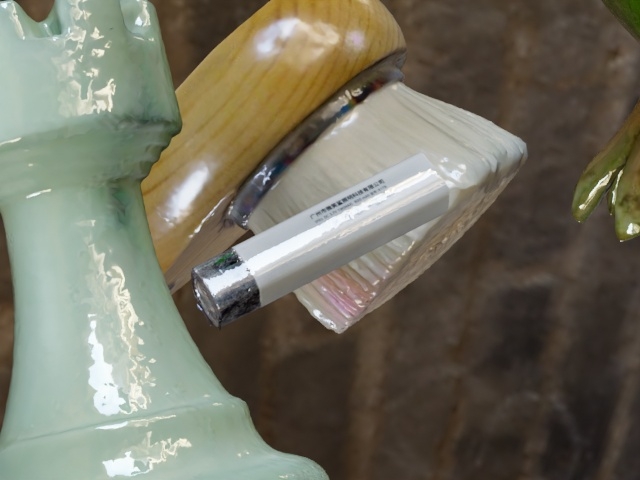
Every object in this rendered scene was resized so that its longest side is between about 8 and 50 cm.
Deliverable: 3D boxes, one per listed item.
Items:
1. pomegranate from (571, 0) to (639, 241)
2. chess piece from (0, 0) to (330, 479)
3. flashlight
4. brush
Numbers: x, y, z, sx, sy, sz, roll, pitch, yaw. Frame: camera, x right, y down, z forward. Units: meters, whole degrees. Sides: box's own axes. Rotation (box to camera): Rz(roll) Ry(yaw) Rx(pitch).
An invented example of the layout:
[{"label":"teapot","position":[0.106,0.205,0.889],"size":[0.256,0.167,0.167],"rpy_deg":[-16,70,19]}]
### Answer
[{"label":"pomegranate","position":[0.227,-0.161,1.008],"size":[0.358,0.216,0.310],"rpy_deg":[-60,9,16]},{"label":"chess piece","position":[-0.110,0.036,0.921],"size":[0.194,0.194,0.299],"rpy_deg":[2,-104,-75]},{"label":"flashlight","position":[0.000,0.000,0.577],"size":[0.083,0.018,0.018],"rpy_deg":[-27,-29,-17]},{"label":"brush","position":[-0.025,-0.018,1.131],"size":[0.266,0.166,0.174],"rpy_deg":[-43,-5,18]}]
